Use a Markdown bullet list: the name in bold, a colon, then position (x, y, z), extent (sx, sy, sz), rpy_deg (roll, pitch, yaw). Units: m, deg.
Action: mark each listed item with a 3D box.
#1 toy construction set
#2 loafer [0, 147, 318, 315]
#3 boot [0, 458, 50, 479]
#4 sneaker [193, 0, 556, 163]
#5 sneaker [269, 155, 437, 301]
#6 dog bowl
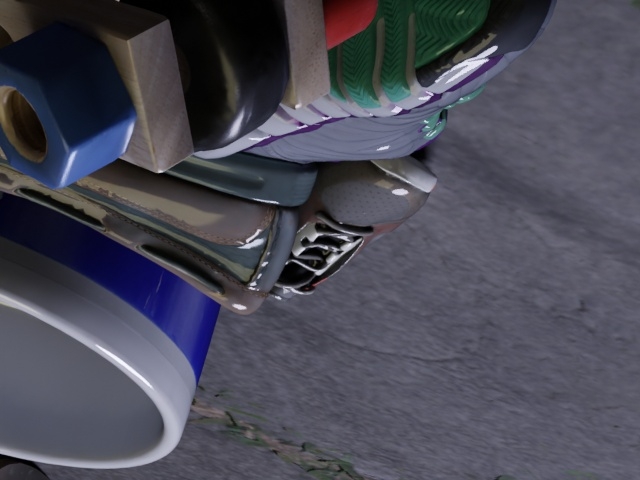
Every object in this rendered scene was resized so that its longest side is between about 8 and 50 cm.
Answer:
- **toy construction set**: position (-0.143, -0.101, 0.526), extent (0.237, 0.309, 0.257), rpy_deg (-6, 138, 49)
- **loafer**: position (-0.139, -0.036, 0.833), extent (0.267, 0.084, 0.096), rpy_deg (16, -166, 3)
- **boot**: position (-0.279, 0.247, 1.516), extent (0.115, 0.112, 0.305), rpy_deg (23, 158, 12)
- **sneaker**: position (0.034, -0.076, 0.719), extent (0.098, 0.083, 0.223), rpy_deg (11, 168, -33)
- **sneaker**: position (0.000, 0.000, 0.879), extent (0.061, 0.065, 0.158), rpy_deg (28, 153, -21)
- **dog bowl**: position (-0.187, 0.024, 0.999), extent (0.265, 0.104, 0.265), rpy_deg (14, 154, 7)
